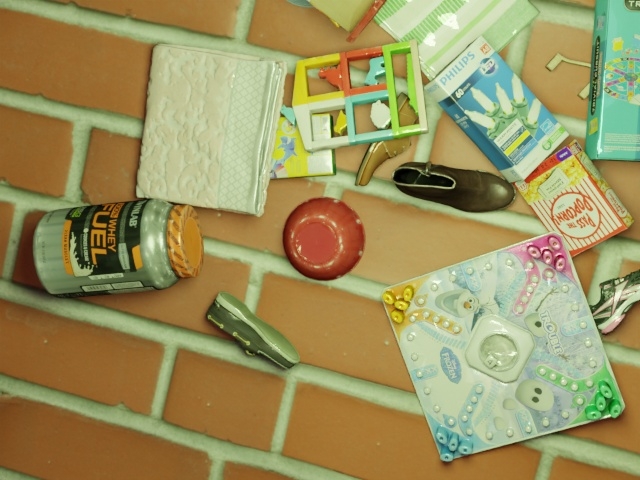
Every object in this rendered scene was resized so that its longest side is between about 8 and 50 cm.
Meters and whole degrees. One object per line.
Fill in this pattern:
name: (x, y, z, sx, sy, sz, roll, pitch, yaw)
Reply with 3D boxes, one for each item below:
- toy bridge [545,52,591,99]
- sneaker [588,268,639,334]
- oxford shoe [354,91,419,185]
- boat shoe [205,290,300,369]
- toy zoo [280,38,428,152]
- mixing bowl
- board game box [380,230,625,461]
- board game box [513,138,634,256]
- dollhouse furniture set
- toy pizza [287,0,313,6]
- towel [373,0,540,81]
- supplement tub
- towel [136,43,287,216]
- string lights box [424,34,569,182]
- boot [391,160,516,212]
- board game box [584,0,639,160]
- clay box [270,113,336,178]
toy bridge: (0.538, -0.307, 1.610, 0.188, 0.026, 0.063, 41, 98, 3)
sneaker: (0.596, 0.099, 1.614, 0.077, 0.072, 0.178, 41, 94, 15)
oxford shoe: (0.140, -0.193, 1.662, 0.076, 0.076, 0.212, 32, 98, -4)
boat shoe: (-0.145, 0.203, 1.737, 0.228, 0.081, 0.068, 39, 102, 11)
toy zoo: (0.061, -0.286, 1.634, 0.293, 0.030, 0.192, -7, 80, 12)
mixing bowl: (0.000, 0.000, 1.686, 0.181, 0.098, 0.181, 1, 94, 8)
board game box: (0.361, 0.225, 1.646, 0.390, 0.050, 0.390, -20, 92, 17)
board game box: (0.492, -0.078, 1.589, 0.193, 0.045, 0.147, 54, 137, 2)
dollhouse furniture set: (0.101, -0.568, 1.478, 0.201, 0.152, 0.374, 38, 127, -7)
toy pizza: (-0.021, -0.580, 1.658, 0.201, 0.032, 0.201, 6, 108, 18)
towel: (0.237, -0.486, 1.639, 0.248, 0.038, 0.325, -44, 87, 9)
supplement tub: (-0.417, 0.015, 1.705, 0.316, 0.193, 0.193, -6, 94, 9)
towel: (-0.237, -0.231, 1.693, 0.317, 0.053, 0.332, 11, 95, 24)
string lights box: (0.342, -0.253, 1.587, 0.133, 0.077, 0.259, -45, 96, -8)
boot: (0.261, -0.101, 1.579, 0.248, 0.207, 0.090, 10, 96, 8)
board game box: (0.650, -0.316, 1.548, 0.254, 0.079, 0.336, 3, 95, -1)
clay box: (-0.082, -0.193, 1.705, 0.222, 0.053, 0.127, -3, 92, 11)
